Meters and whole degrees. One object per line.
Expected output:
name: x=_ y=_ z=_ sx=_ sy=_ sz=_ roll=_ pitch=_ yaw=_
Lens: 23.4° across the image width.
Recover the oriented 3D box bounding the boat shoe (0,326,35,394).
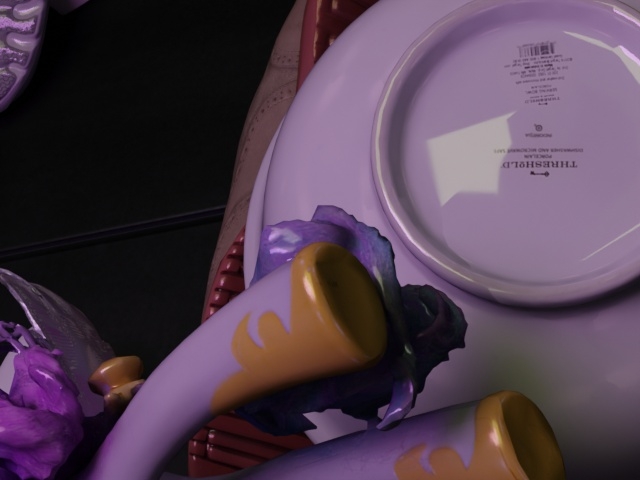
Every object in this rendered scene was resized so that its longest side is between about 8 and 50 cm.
boat shoe: x=-0.135 y=0.167 z=0.834 sx=0.084 sy=0.095 sz=0.258 roll=-7 pitch=67 yaw=25

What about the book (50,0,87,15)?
book: x=-0.169 y=-0.246 z=1.168 sx=0.096 sy=0.035 sz=0.144 roll=-29 pitch=50 yaw=19

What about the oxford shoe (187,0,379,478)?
oxford shoe: x=0.000 y=0.000 z=0.858 sx=0.130 sy=0.123 sz=0.348 roll=-24 pitch=46 yaw=68

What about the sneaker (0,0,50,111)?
sneaker: x=-0.242 y=-0.222 z=1.159 sx=0.105 sy=0.115 sz=0.281 roll=-5 pitch=73 yaw=5

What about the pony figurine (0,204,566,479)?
pony figurine: x=-0.087 y=0.136 z=0.616 sx=0.363 sy=0.303 sz=0.351 roll=-29 pitch=76 yaw=33

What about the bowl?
bowl: x=0.100 y=-0.020 z=0.693 sx=0.297 sy=0.134 sz=0.298 roll=-2 pitch=71 yaw=7
